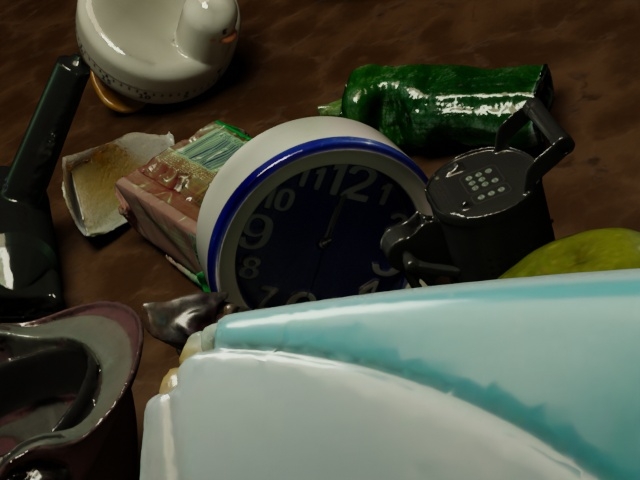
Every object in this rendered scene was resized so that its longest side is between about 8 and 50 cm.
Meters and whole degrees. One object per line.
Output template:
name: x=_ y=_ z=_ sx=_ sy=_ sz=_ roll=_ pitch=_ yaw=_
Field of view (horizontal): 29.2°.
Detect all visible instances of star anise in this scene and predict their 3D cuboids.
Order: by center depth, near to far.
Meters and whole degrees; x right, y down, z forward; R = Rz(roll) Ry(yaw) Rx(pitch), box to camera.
star anise: x=-0.016 y=0.112 z=1.040 sx=0.282 sy=0.212 sz=0.129 roll=10 pitch=68 yaw=-16

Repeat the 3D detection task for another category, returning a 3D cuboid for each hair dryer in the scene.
hair dryer: x=-0.329 y=-0.064 z=1.418 sx=0.116 sy=0.302 sz=0.244 roll=14 pitch=24 yaw=-27

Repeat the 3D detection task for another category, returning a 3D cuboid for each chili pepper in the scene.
chili pepper: x=0.127 y=-0.155 z=1.420 sx=0.270 sy=0.099 sz=0.136 roll=-2 pitch=48 yaw=20

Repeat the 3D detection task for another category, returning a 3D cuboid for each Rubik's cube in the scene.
Rubik's cube: x=0.129 y=0.219 z=0.594 sx=0.351 sy=0.347 sz=0.352 roll=-5 pitch=71 yaw=18

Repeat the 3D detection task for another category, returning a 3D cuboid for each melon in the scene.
melon: x=-0.278 y=-0.082 z=1.560 sx=0.139 sy=0.093 sz=0.202 roll=-4 pitch=33 yaw=38

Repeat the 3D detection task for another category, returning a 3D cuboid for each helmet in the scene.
helmet: x=-0.280 y=0.213 z=1.060 sx=0.338 sy=0.197 sz=0.271 roll=-26 pitch=26 yaw=-16

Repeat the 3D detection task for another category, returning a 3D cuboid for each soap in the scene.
soap: x=-0.101 y=-0.042 z=1.394 sx=0.218 sy=0.098 sz=0.273 roll=-36 pitch=37 yaw=-19

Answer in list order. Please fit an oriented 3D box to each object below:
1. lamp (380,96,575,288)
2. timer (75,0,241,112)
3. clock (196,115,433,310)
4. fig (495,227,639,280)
lamp: x=0.147 y=0.015 z=1.061 sx=0.172 sy=0.227 sz=0.147 roll=-22 pitch=34 yaw=1
timer: x=-0.220 y=-0.311 z=1.705 sx=0.233 sy=0.240 sz=0.234 roll=7 pitch=63 yaw=-13
clock: x=0.000 y=0.000 z=1.164 sx=0.230 sy=0.230 sz=0.083 roll=-26 pitch=30 yaw=-5
fig: x=0.152 y=0.132 z=0.923 sx=0.314 sy=0.233 sz=0.233 roll=-26 pitch=30 yaw=25
